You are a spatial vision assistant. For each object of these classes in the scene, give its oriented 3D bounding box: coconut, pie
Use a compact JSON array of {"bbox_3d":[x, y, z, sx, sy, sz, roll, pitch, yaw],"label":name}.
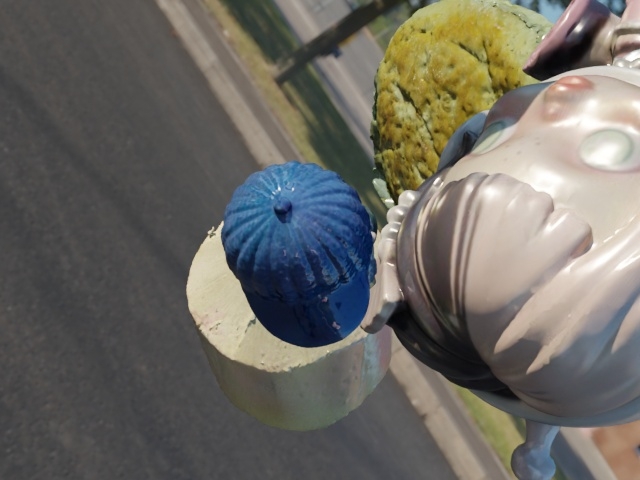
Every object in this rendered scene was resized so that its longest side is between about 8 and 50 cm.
[{"bbox_3d":[-0.031,0.073,1.207,0.244,0.239,0.239,88,-19,-50],"label":"coconut"},{"bbox_3d":[0.225,-0.168,1.542,0.395,0.180,0.418,51,-38,42],"label":"pie"}]

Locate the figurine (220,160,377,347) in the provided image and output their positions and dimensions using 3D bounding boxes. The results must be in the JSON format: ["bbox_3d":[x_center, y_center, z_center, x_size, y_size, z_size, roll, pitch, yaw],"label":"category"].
[{"bbox_3d":[0.000,0.000,0.568,0.086,0.087,0.149,26,14,10],"label":"figurine"}]

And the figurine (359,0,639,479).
[{"bbox_3d":[0.210,-0.027,0.725,0.211,0.361,0.253,52,-28,-17],"label":"figurine"}]
